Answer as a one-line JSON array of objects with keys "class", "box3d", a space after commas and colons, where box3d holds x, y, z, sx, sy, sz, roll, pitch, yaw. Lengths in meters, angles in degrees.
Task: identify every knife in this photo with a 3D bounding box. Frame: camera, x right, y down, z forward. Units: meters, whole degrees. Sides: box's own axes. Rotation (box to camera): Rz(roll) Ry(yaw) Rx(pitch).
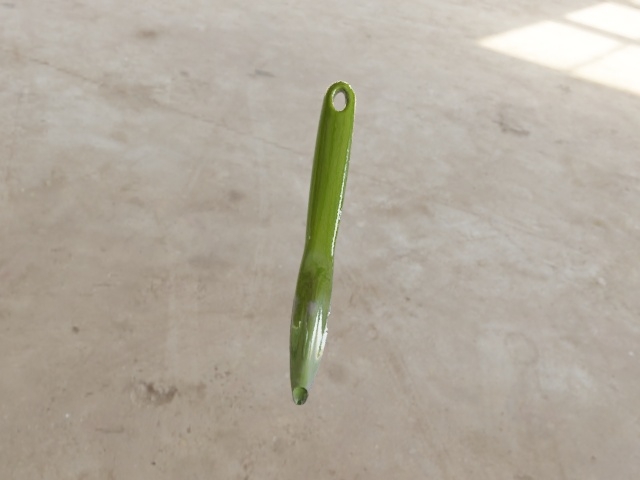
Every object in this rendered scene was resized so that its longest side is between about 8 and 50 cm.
[{"class": "knife", "box3d": [0.000, 0.000, 0.431, 0.022, 0.184, 0.026, 8, -6, -8]}]
